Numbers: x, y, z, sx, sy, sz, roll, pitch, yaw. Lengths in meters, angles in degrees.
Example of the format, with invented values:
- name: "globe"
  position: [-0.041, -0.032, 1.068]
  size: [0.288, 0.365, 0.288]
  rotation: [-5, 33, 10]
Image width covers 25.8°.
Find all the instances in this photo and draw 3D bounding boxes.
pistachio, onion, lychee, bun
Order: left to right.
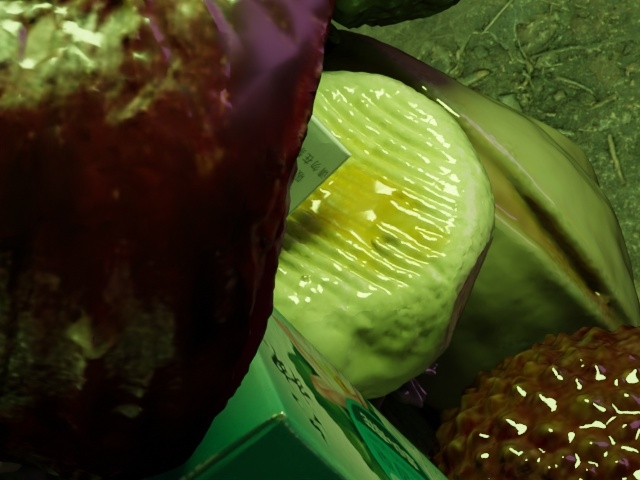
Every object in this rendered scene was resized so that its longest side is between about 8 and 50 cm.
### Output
- name: "onion"
  position: [-0.115, -0.030, 0.481]
  size: [0.206, 0.216, 0.207]
  rotation: [14, 56, -7]
- name: "bun"
  position: [0.000, 0.000, 0.976]
  size: [0.244, 0.243, 0.153]
  rotation: [53, -20, 32]
- name: "pistachio"
  position: [0.107, -0.009, 1.244]
  size: [0.445, 0.281, 0.365]
  rotation: [44, -15, -26]
- name: "lychee"
  position: [0.216, 0.190, 0.971]
  size: [0.304, 0.276, 0.276]
  rotation: [18, 18, -18]

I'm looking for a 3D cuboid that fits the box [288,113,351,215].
- name: "box"
  position: [-0.065, -0.029, 0.853]
  size: [0.084, 0.154, 0.040]
  rotation: [41, 7, -45]

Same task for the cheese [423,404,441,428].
- name: "cheese"
  position: [0.112, 0.148, 1.397]
  size: [0.192, 0.037, 0.097]
  rotation: [49, 6, 12]

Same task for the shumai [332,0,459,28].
- name: "shumai"
  position: [-0.001, -0.252, 0.994]
  size: [0.225, 0.222, 0.261]
  rotation: [58, -25, 15]

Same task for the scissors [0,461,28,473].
- name: "scissors"
  position: [-0.125, 0.074, 0.547]
  size: [0.039, 0.012, 0.113]
  rotation: [49, 7, 6]

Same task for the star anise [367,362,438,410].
- name: "star anise"
  position: [0.042, 0.076, 1.052]
  size: [0.124, 0.129, 0.056]
  rotation: [54, 42, -3]

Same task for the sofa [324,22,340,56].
- name: "sofa"
  position: [-0.132, -0.166, 1.005]
  size: [0.182, 0.200, 0.258]
  rotation: [52, 10, 13]

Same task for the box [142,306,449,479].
- name: "box"
  position: [0.000, 0.128, 0.636]
  size: [0.245, 0.092, 0.153]
  rotation: [48, 7, -34]
